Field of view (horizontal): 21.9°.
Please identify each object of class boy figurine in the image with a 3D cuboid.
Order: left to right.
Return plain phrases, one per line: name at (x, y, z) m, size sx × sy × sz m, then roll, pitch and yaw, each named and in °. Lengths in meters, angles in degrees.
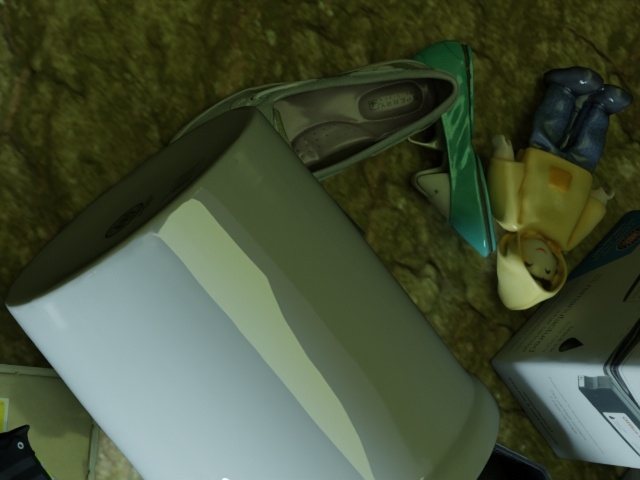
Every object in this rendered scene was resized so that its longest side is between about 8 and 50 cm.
boy figurine at (0.260, -0.059, 1.906) m, size 0.177 × 0.092 × 0.285 m, roll 30°, pitch 71°, yaw -26°

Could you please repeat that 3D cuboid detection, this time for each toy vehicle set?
toy vehicle set at (-0.348, 0.200, 1.606) m, size 0.267 × 0.035 × 0.166 m, roll 8°, pitch 84°, yaw -27°

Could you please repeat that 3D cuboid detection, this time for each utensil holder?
utensil holder at (-0.069, 0.112, 1.596) m, size 0.327 × 0.327 × 0.385 m, roll -44°, pitch 105°, yaw -22°

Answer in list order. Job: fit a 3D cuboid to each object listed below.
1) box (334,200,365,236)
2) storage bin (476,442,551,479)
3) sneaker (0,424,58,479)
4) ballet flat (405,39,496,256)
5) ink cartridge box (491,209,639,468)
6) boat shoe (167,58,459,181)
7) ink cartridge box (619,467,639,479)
box at (0.000, 0.000, 1.807) m, size 0.067 × 0.018 × 0.083 m, roll 47°, pitch 68°, yaw -17°
storage bin at (0.152, 0.278, 1.836) m, size 0.180 × 0.084 × 0.122 m, roll 28°, pitch 75°, yaw -24°
sneaker at (-0.282, 0.225, 1.571) m, size 0.235 × 0.084 × 0.097 m, roll 27°, pitch 74°, yaw -24°
ballet flat at (0.139, -0.100, 1.861) m, size 0.087 × 0.083 × 0.247 m, roll -8°, pitch 91°, yaw -3°
ink cartridge box at (0.421, 0.102, 1.809) m, size 0.285 × 0.395 × 0.166 m, roll -44°, pitch 107°, yaw -22°
boat shoe at (-0.010, -0.117, 1.742) m, size 0.320 × 0.103 × 0.118 m, roll -17°, pitch 96°, yaw -13°
ink cartridge box at (0.515, 0.451, 1.911) m, size 0.151 × 0.270 × 0.395 m, roll -46°, pitch 107°, yaw -20°
